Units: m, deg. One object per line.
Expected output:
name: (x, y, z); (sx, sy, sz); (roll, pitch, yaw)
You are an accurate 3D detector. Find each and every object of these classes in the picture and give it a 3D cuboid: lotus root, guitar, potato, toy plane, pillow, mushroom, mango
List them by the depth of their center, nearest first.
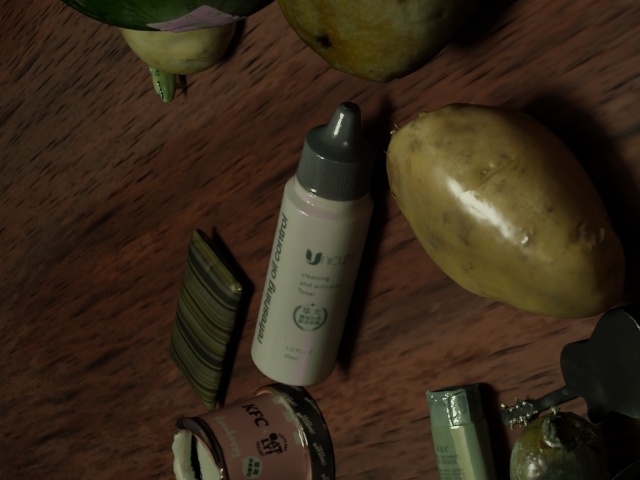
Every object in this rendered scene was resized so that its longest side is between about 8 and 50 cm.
potato: (0.151, -0.031, 1.317); (0.235, 0.128, 0.161); (23, 134, 51)
mango: (0.065, -0.278, 1.323); (0.175, 0.176, 0.329); (41, 130, 25)
lotus root: (0.199, 0.204, 1.325); (0.088, 0.088, 0.165); (33, 149, 52)
guitar: (0.210, 0.120, 1.344); (0.233, 0.025, 0.088); (-36, 70, 57)
mushroom: (-0.158, -0.246, 1.779); (0.148, 0.148, 0.112); (-33, 31, 58)
toy plane: (-0.182, -0.215, 1.903); (0.102, 0.040, 0.111); (-23, 80, 61)
pillow: (-0.134, 0.095, 1.920); (0.113, 0.038, 0.203); (51, 141, 35)

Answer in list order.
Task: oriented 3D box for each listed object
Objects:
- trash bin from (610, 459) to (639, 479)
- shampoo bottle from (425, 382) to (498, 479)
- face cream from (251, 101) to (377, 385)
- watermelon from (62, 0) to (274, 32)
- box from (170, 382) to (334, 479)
trash bin: (0.245, 0.254, 1.210); (0.161, 0.175, 0.175); (127, 128, -69)
shampoo bottle: (0.140, 0.235, 1.478); (0.072, 0.049, 0.212); (-8, 93, 64)
face cream: (0.000, 0.000, 1.607); (0.092, 0.092, 0.311); (50, 138, 41)
watermelon: (-0.152, -0.369, 1.507); (0.363, 0.363, 0.363); (26, 121, 55)
box: (-0.080, 0.238, 1.775); (0.151, 0.135, 0.151); (27, 122, 56)
